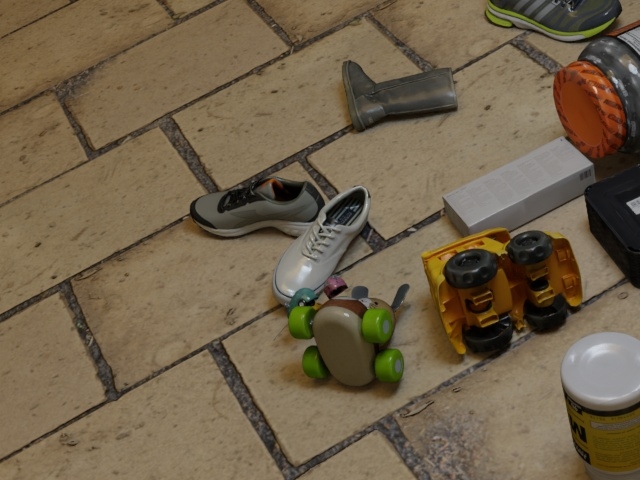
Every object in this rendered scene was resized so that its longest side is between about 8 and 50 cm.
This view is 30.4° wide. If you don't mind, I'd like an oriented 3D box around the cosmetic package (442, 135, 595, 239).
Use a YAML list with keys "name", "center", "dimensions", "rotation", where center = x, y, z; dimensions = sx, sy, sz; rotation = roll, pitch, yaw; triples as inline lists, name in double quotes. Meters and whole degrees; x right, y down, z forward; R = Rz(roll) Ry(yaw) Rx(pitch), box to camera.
- name: "cosmetic package"
  center: [0.335, -0.082, 1.987]
  dimensions: [0.239, 0.060, 0.099]
  rotation: [-26, 44, -7]

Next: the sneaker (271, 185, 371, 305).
- name: "sneaker"
  center: [0.000, 0.000, 1.996]
  dimensions: [0.094, 0.091, 0.258]
  rotation: [28, 57, 12]

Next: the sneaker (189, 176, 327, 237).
- name: "sneaker"
  center: [-0.114, -0.071, 2.125]
  dimensions: [0.271, 0.108, 0.100]
  rotation: [-1, 47, 23]

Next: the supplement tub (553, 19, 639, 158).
- name: "supplement tub"
  center: [0.574, -0.274, 1.966]
  dimensions: [0.338, 0.207, 0.207]
  rotation: [-24, 41, -12]

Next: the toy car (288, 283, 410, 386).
- name: "toy car"
  center: [0.067, 0.119, 1.835]
  dimensions: [0.155, 0.149, 0.188]
  rotation: [0, 34, 29]

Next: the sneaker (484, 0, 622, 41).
- name: "sneaker"
  center: [0.447, -0.476, 2.316]
  dimensions: [0.300, 0.121, 0.111]
  rotation: [16, 53, 34]

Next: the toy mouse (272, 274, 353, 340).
- name: "toy mouse"
  center: [-0.008, 0.087, 1.892]
  dimensions: [0.161, 0.143, 0.031]
  rotation: [-28, 74, -23]

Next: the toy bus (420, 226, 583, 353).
- name: "toy bus"
  center: [0.267, 0.050, 1.833]
  dimensions: [0.220, 0.149, 0.211]
  rotation: [-21, 25, -3]

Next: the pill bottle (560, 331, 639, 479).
- name: "pill bottle"
  center: [0.381, 0.227, 1.528]
  dimensions: [0.119, 0.208, 0.119]
  rotation: [-11, 42, 10]

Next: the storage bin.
- name: "storage bin"
  center: [0.505, -0.025, 1.841]
  dimensions: [0.122, 0.084, 0.180]
  rotation: [-23, 42, -2]

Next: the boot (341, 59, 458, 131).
- name: "boot"
  center: [0.154, -0.304, 2.288]
  dimensions: [0.208, 0.076, 0.190]
  rotation: [-19, 55, 12]
